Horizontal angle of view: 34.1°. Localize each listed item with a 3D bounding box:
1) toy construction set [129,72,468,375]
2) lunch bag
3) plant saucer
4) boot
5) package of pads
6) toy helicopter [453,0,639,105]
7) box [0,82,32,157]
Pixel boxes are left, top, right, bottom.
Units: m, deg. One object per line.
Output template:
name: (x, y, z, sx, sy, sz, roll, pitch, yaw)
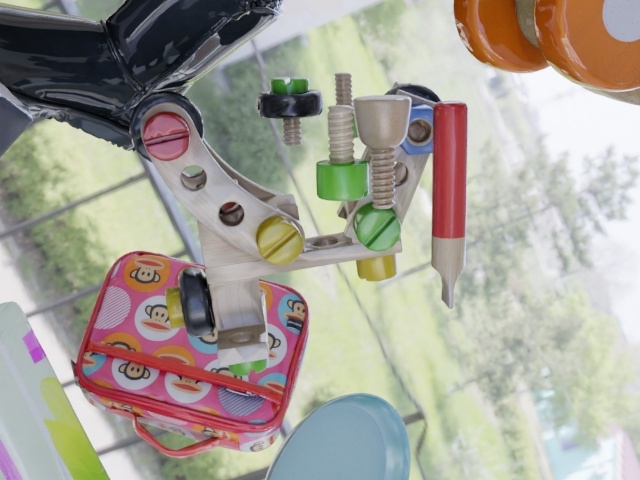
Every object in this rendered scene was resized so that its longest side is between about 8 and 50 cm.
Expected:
toy construction set: (0.000, 0.000, 0.816, 0.309, 0.257, 0.237, 19, -66, 57)
lunch bag: (-0.174, 0.163, 1.404, 0.120, 0.293, 0.258, 100, 5, -61)
plant saucer: (0.020, 0.387, 1.629, 0.318, 0.044, 0.317, -12, 109, -40)
boot: (-0.167, -0.188, 0.852, 0.246, 0.207, 0.094, 22, 33, -50)
package of pads: (-0.376, 0.229, 1.260, 0.101, 0.229, 0.296, -29, 99, -35)
toy helicopter: (0.209, -0.253, 0.582, 0.140, 0.235, 0.355, -139, -134, -70)
box: (-0.365, -0.037, 0.428, 0.179, 0.343, 0.312, 40, -3, 33)
